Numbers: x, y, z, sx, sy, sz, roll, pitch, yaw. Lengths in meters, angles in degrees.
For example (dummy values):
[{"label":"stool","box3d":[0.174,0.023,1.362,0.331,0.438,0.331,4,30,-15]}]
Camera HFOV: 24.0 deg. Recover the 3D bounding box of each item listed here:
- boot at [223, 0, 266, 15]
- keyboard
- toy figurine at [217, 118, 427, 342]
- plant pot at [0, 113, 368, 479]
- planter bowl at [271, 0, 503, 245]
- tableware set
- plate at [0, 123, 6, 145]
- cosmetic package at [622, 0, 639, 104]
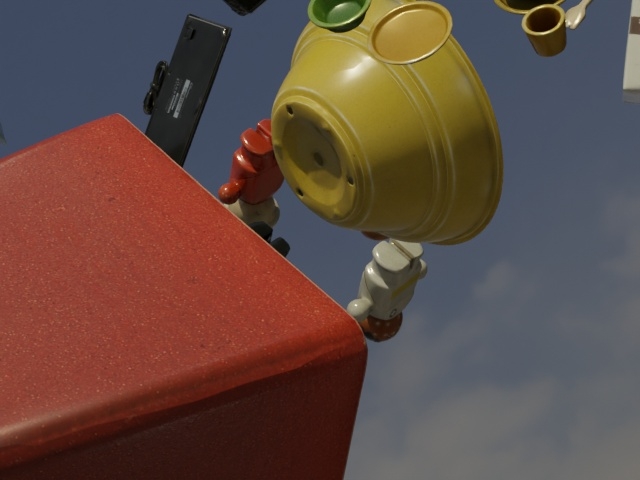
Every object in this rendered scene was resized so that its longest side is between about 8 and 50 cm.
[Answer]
[{"label":"boot","box3d":[0.015,-0.236,1.160,0.207,0.246,0.094,-39,-22,9]},{"label":"keyboard","box3d":[-0.155,-0.157,1.653,0.023,0.108,0.180,16,-84,-45]},{"label":"toy figurine","box3d":[0.000,0.000,1.508,0.210,0.213,0.148,4,-40,-9]},{"label":"plant pot","box3d":[-0.163,0.119,0.851,0.236,0.267,0.267,-15,-51,-34]},{"label":"planter bowl","box3d":[0.027,-0.075,1.121,0.090,0.217,0.217,-31,-29,-31]},{"label":"tableware set","box3d":[0.071,-0.134,0.813,0.104,0.154,0.024,-52,-38,-21]},{"label":"plate","box3d":[-0.395,-0.171,1.588,0.024,0.188,0.188,-49,-33,-8]},{"label":"cosmetic package","box3d":[0.433,-0.248,1.741,0.151,0.183,0.151,6,0,12]}]
